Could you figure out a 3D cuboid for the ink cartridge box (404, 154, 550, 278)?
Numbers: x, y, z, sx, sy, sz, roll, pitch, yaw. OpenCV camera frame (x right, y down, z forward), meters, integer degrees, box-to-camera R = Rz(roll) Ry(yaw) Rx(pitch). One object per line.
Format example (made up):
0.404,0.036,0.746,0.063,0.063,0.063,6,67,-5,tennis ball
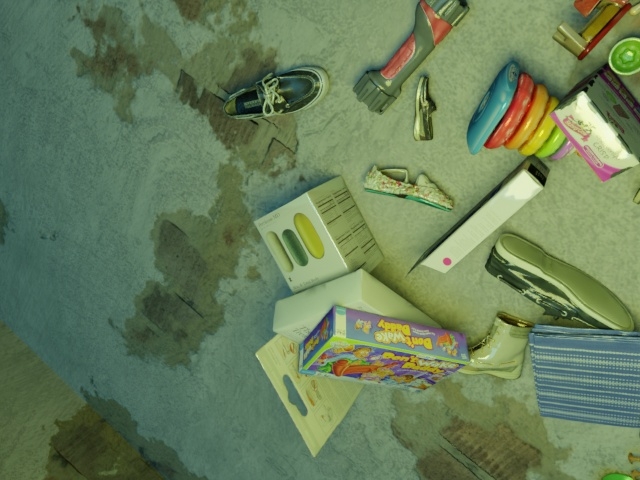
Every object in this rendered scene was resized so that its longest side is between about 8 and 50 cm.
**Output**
0.356,-0.036,1.138,0.069,0.176,0.371,47,124,4,ink cartridge box

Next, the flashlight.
0.192,-0.433,1.122,0.304,0.103,0.103,-43,60,35,flashlight

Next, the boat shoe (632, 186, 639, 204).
0.721,-0.176,0.921,0.103,0.113,0.302,37,122,18,boat shoe

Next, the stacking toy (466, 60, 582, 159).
0.476,-0.226,1.023,0.302,0.175,0.166,25,140,2,stacking toy

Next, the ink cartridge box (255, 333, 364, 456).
-0.027,0.354,1.376,0.091,0.385,0.308,-26,95,33,ink cartridge box

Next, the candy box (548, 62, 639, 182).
0.532,-0.226,0.927,0.159,0.233,0.071,52,136,0,candy box

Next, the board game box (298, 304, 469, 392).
0.147,0.277,1.212,0.347,0.078,0.233,14,142,-16,board game box

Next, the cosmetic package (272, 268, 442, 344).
0.107,0.232,1.303,0.284,0.097,0.377,-26,135,32,cosmetic package

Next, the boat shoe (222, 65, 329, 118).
-0.127,-0.385,1.310,0.306,0.105,0.113,-1,109,29,boat shoe

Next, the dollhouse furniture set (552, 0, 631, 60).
0.576,-0.458,0.784,0.152,0.201,0.374,43,107,9,dollhouse furniture set

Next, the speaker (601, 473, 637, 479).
0.755,0.748,1.257,0.131,0.131,0.296,7,112,27,speaker

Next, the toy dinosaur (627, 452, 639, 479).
0.795,0.539,1.174,0.112,0.064,0.211,-16,136,45,toy dinosaur

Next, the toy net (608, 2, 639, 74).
0.635,-0.419,0.913,0.122,0.045,0.232,22,118,21,toy net

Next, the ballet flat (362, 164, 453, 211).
0.220,-0.136,1.235,0.241,0.091,0.077,17,94,19,ballet flat

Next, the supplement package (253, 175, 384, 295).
0.000,0.000,1.335,0.199,0.198,0.263,-25,95,34,supplement package

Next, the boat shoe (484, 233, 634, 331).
0.533,0.121,1.136,0.340,0.127,0.113,31,131,6,boat shoe

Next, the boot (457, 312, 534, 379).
0.421,0.261,1.257,0.213,0.077,0.165,8,113,2,boot

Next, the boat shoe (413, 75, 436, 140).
0.250,-0.310,1.167,0.049,0.056,0.152,9,123,20,boat shoe

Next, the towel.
0.628,0.320,1.157,0.243,0.040,0.336,-1,130,28,towel
